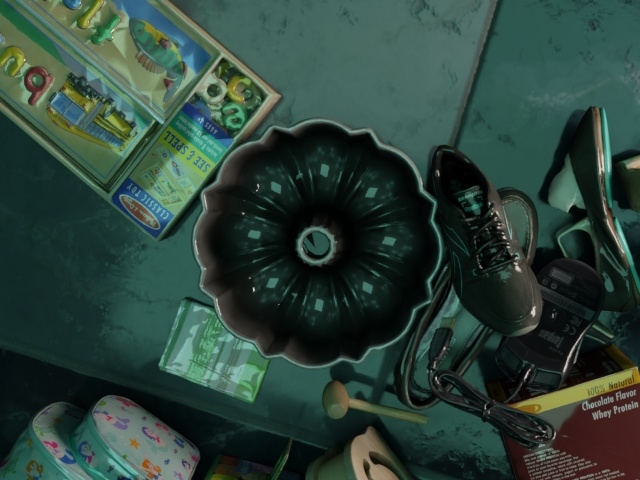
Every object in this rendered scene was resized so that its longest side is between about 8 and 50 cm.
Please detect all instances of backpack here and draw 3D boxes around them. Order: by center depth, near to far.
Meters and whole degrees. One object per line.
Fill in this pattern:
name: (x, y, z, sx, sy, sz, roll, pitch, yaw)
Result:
backpack: (-0.298, 0.324, 1.225, 0.253, 0.225, 0.191, 30, 96, -1)

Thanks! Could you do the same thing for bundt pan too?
bundt pan: (0.000, 0.000, 1.216, 0.330, 0.124, 0.331, 1, 96, 6)

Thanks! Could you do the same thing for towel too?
towel: (-0.148, 0.161, 1.296, 0.152, 0.023, 0.113, 21, 98, 2)

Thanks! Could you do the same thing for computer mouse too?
computer mouse: (0.247, 0.127, 1.165, 0.184, 0.060, 0.262, 22, 68, 14)

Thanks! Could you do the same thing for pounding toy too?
pounding toy: (0.086, 0.320, 1.202, 0.154, 0.154, 0.269, -33, 102, 18)

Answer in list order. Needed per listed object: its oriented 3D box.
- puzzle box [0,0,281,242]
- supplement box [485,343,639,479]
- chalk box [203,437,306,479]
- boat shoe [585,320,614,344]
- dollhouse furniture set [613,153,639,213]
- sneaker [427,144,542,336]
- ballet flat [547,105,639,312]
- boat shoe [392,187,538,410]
puzzle box: (-0.296, -0.228, 1.253, 0.409, 0.052, 0.272, 40, 98, 0)
supplement box: (0.346, 0.271, 1.211, 0.191, 0.129, 0.194, -18, 95, 7)
chalk box: (-0.092, 0.415, 1.241, 0.179, 0.180, 0.289, 12, 96, 3)
boat shoe: (0.334, 0.112, 1.237, 0.137, 0.049, 0.043, 26, 101, 4)
dollhouse furniture set: (0.582, -0.023, 1.126, 0.303, 0.198, 0.287, -22, 94, 6)
sneaker: (0.197, -0.003, 1.140, 0.101, 0.106, 0.267, -24, 64, 3)
ballet flat: (0.359, -0.034, 1.200, 0.096, 0.095, 0.281, -12, 95, 18)
boat shoe: (0.203, 0.087, 1.221, 0.112, 0.095, 0.335, 28, 98, 2)
